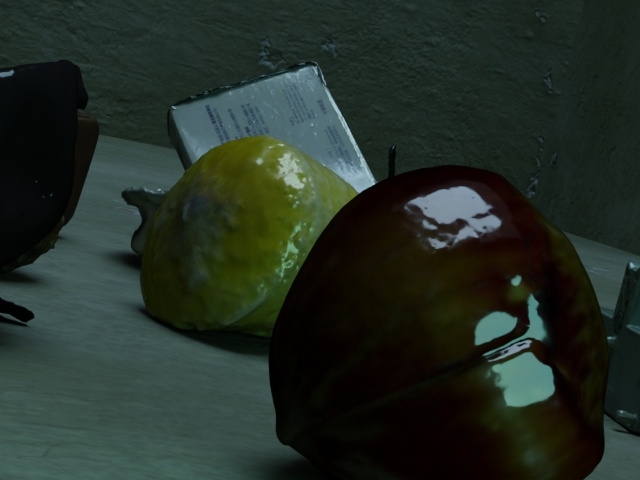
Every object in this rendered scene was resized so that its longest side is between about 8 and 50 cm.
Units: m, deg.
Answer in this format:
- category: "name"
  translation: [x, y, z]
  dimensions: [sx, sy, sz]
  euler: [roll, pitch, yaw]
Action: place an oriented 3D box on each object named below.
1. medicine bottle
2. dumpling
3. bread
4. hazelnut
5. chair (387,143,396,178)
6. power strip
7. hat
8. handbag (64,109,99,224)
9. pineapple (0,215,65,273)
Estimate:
- category: "medicine bottle"
  translation: [-0.049, -0.082, 1.681]
  dimensions: [0.171, 0.052, 0.201]
  euler: [-19, 52, -10]
- category: "dumpling"
  translation: [-0.157, -0.015, 1.822]
  dimensions: [0.150, 0.092, 0.176]
  euler: [15, 9, 38]
- category: "bread"
  translation: [-0.056, 0.006, 1.501]
  dimensions: [0.170, 0.197, 0.197]
  euler: [25, -3, -40]
- category: "hazelnut"
  translation: [0.067, 0.067, 1.027]
  dimensions: [0.229, 0.229, 0.229]
  euler: [14, 6, -1]
- category: "chair"
  translation: [0.000, 0.000, 1.801]
  dimensions: [0.159, 0.172, 0.247]
  euler: [15, -37, 18]
- category: "power strip"
  translation: [0.294, 0.094, 1.590]
  dimensions: [0.061, 0.145, 0.216]
  euler: [14, 5, -12]
- category: "hat"
  translation: [-0.326, -0.006, 1.202]
  dimensions: [0.336, 0.209, 0.238]
  euler: [-8, -7, -22]
- category: "handbag"
  translation: [-0.317, -0.078, 1.781]
  dimensions: [0.072, 0.151, 0.193]
  euler: [19, 5, 13]
- category: "pineapple"
  translation: [-0.316, -0.066, 1.452]
  dimensions: [0.128, 0.128, 0.248]
  euler: [16, -18, 23]
